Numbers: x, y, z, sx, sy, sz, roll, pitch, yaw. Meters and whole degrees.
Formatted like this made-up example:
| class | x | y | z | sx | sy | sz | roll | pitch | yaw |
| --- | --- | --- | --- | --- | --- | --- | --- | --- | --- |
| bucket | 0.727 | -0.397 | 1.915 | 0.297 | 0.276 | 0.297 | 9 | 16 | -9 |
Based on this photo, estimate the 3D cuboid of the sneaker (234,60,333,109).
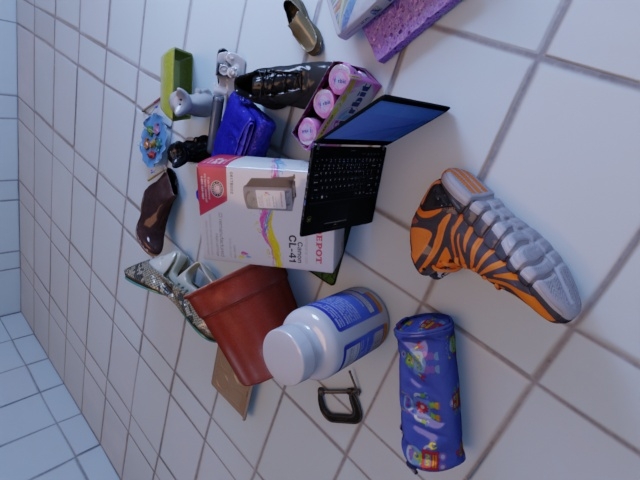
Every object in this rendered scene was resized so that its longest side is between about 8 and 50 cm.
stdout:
| class | x | y | z | sx | sy | sz | roll | pitch | yaw |
| --- | --- | --- | --- | --- | --- | --- | --- | --- | --- |
| sneaker | -0.081 | -0.348 | 0.982 | 0.286 | 0.130 | 0.109 | 5 | 100 | 39 |

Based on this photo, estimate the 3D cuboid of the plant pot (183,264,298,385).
| class | x | y | z | sx | sy | sz | roll | pitch | yaw |
| --- | --- | --- | --- | --- | --- | --- | --- | --- | --- |
| plant pot | -0.163 | 0.200 | 1.099 | 0.272 | 0.272 | 0.265 | -26 | 90 | 41 |

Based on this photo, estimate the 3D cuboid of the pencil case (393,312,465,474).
| class | x | y | z | sx | sy | sz | roll | pitch | yaw |
| --- | --- | --- | --- | --- | --- | --- | --- | --- | --- |
| pencil case | 0.212 | 0.299 | 0.864 | 0.133 | 0.119 | 0.306 | -1 | 97 | 36 |

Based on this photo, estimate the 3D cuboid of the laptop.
| class | x | y | z | sx | sy | sz | roll | pitch | yaw |
| --- | --- | --- | --- | --- | --- | --- | --- | --- | --- |
| laptop | 0.101 | -0.128 | 0.797 | 0.136 | 0.234 | 0.264 | 23 | 113 | 37 |

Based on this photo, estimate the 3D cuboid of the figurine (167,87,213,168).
| class | x | y | z | sx | sy | sz | roll | pitch | yaw |
| --- | --- | --- | --- | --- | --- | --- | --- | --- | --- |
| figurine | -0.359 | -0.309 | 1.178 | 0.092 | 0.209 | 0.215 | 7 | 107 | 1 |

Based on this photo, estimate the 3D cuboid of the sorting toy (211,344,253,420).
| class | x | y | z | sx | sy | sz | roll | pitch | yaw |
| --- | --- | --- | --- | --- | --- | --- | --- | --- | --- |
| sorting toy | -0.276 | 0.439 | 1.385 | 0.208 | 0.038 | 0.193 | 34 | 120 | 37 |

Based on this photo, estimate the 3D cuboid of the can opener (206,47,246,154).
| class | x | y | z | sx | sy | sz | roll | pitch | yaw |
| --- | --- | --- | --- | --- | --- | --- | --- | --- | --- |
| can opener | -0.261 | -0.373 | 1.187 | 0.093 | 0.074 | 0.280 | -122 | 42 | -63 |

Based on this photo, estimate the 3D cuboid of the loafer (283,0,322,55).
| class | x | y | z | sx | sy | sz | roll | pitch | yaw |
| --- | --- | --- | --- | --- | --- | --- | --- | --- | --- |
| loafer | -0.045 | -0.481 | 0.974 | 0.056 | 0.050 | 0.148 | -37 | 74 | 40 |

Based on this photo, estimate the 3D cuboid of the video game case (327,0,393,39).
| class | x | y | z | sx | sy | sz | roll | pitch | yaw |
| --- | --- | --- | --- | --- | --- | --- | --- | --- | --- |
| video game case | 0.104 | -0.606 | 0.803 | 0.300 | 0.036 | 0.329 | -24 | 76 | 42 |

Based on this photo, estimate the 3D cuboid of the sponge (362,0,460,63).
| class | x | y | z | sx | sy | sz | roll | pitch | yaw |
| --- | --- | --- | --- | --- | --- | --- | --- | --- | --- |
| sponge | 0.167 | -0.445 | 0.808 | 0.210 | 0.031 | 0.117 | -28 | 80 | 41 |

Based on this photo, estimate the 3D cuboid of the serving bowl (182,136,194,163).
| class | x | y | z | sx | sy | sz | roll | pitch | yaw |
| --- | --- | --- | --- | --- | --- | --- | --- | --- | --- |
| serving bowl | -0.395 | -0.278 | 1.340 | 0.083 | 0.027 | 0.083 | 10 | 105 | 40 |

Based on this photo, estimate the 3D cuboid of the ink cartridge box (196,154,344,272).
| class | x | y | z | sx | sy | sz | roll | pitch | yaw |
| --- | --- | --- | --- | --- | --- | --- | --- | --- | --- |
| ink cartridge box | -0.104 | -0.064 | 0.960 | 0.306 | 0.131 | 0.226 | 6 | 110 | 13 |

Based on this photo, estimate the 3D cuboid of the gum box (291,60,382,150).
| class | x | y | z | sx | sy | sz | roll | pitch | yaw |
| --- | --- | --- | --- | --- | --- | --- | --- | --- | --- |
| gum box | 0.035 | -0.279 | 0.908 | 0.062 | 0.107 | 0.188 | 52 | 128 | 20 |

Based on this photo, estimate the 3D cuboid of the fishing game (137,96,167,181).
| class | x | y | z | sx | sy | sz | roll | pitch | yaw |
| --- | --- | --- | --- | --- | --- | --- | --- | --- | --- |
| fishing game | -0.574 | -0.339 | 1.456 | 0.189 | 0.041 | 0.264 | -9 | 83 | 43 |

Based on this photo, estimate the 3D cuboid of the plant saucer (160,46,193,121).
| class | x | y | z | sx | sy | sz | roll | pitch | yaw |
| --- | --- | --- | --- | --- | --- | --- | --- | --- | --- |
| plant saucer | -0.409 | -0.440 | 1.223 | 0.045 | 0.188 | 0.188 | 7 | 107 | -3 |

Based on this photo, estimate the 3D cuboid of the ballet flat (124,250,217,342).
| class | x | y | z | sx | sy | sz | roll | pitch | yaw |
| --- | --- | --- | --- | --- | --- | --- | --- | --- | --- |
| ballet flat | -0.441 | 0.142 | 1.407 | 0.482 | 0.164 | 0.182 | 27 | 94 | 28 |

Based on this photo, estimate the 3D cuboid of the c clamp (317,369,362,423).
| class | x | y | z | sx | sy | sz | roll | pitch | yaw |
| --- | --- | --- | --- | --- | --- | --- | --- | --- | --- |
| c clamp | 0.047 | 0.402 | 1.102 | 0.160 | 0.022 | 0.137 | -25 | 87 | 40 |

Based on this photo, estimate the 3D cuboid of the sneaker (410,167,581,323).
| class | x | y | z | sx | sy | sz | roll | pitch | yaw |
| --- | --- | --- | --- | --- | --- | --- | --- | --- | --- |
| sneaker | 0.284 | 0.037 | 0.763 | 0.321 | 0.124 | 0.180 | 58 | 135 | 30 |

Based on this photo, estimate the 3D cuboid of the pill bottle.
| class | x | y | z | sx | sy | sz | roll | pitch | yaw |
| --- | --- | --- | --- | --- | --- | --- | --- | --- | --- |
| pill bottle | 0.014 | 0.200 | 0.916 | 0.152 | 0.272 | 0.152 | 10 | 105 | 40 |

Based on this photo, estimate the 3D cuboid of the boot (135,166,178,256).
| class | x | y | z | sx | sy | sz | roll | pitch | yaw |
| --- | --- | --- | --- | --- | --- | --- | --- | --- | --- |
| boot | -0.537 | -0.095 | 1.440 | 0.207 | 0.090 | 0.248 | -36 | 59 | 37 |

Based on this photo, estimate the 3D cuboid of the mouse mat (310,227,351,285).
| class | x | y | z | sx | sy | sz | roll | pitch | yaw |
| --- | --- | --- | --- | --- | --- | --- | --- | --- | --- |
| mouse mat | 0.000 | 0.000 | 1.066 | 0.152 | 0.007 | 0.190 | 31 | 117 | 33 |

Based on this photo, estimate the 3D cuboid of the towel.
| class | x | y | z | sx | sy | sz | roll | pitch | yaw |
| --- | --- | --- | --- | --- | --- | --- | --- | --- | --- |
| towel | -0.233 | -0.201 | 1.100 | 0.227 | 0.076 | 0.308 | 47 | 120 | 42 |
